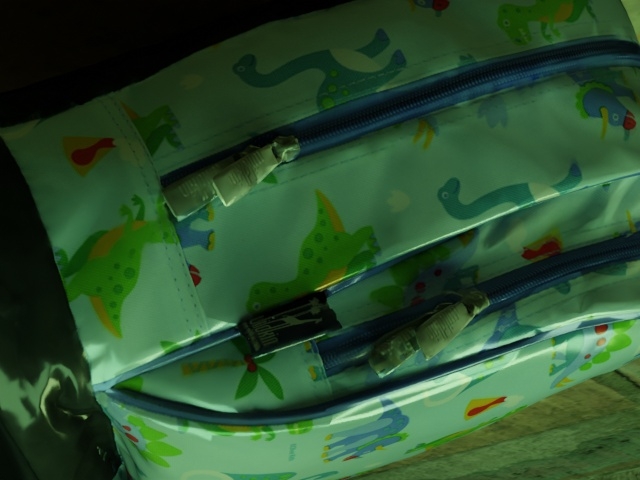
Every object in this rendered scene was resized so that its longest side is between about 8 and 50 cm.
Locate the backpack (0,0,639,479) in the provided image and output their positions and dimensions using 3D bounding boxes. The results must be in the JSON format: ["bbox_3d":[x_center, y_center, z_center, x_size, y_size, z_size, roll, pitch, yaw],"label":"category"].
[{"bbox_3d":[0.000,0.000,0.745,0.355,0.273,0.290,-34,169,-19],"label":"backpack"}]
